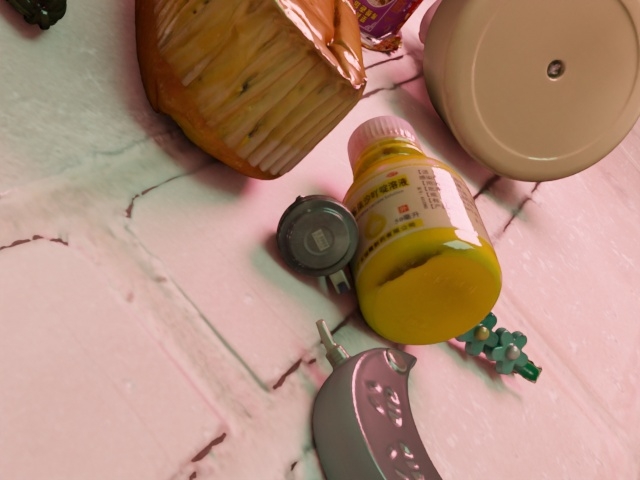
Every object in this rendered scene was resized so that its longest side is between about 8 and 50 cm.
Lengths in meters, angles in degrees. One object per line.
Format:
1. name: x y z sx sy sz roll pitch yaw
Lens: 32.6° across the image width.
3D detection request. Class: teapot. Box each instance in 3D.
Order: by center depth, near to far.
1. teapot: 0.000 0.000 0.898 0.088 0.066 0.057 63 2 -21

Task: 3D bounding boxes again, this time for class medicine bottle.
1. medicine bottle: 0.075 -0.022 0.965 0.122 0.122 0.212 30 30 -34

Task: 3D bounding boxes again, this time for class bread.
1. bread: -0.069 -0.182 0.935 0.204 0.156 0.288 41 22 -34

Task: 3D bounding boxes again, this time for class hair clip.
1. hair clip: 0.148 0.086 1.020 0.173 0.049 0.049 32 30 -29

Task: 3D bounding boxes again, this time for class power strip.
1. power strip: 0.053 0.148 0.779 0.137 0.044 0.216 12 44 -51

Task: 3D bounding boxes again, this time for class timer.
1. timer: 0.240 -0.255 1.462 0.291 0.291 0.315 35 5 -26

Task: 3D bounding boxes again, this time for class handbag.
1. handbag: -0.218 -0.202 0.839 0.072 0.047 0.111 25 31 -39

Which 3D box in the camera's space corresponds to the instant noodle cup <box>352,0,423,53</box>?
1. instant noodle cup: 0.078 -0.451 1.416 0.340 0.266 0.340 38 27 -23
